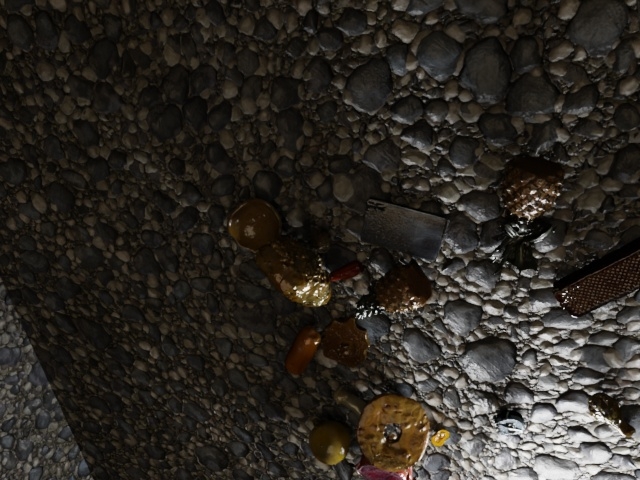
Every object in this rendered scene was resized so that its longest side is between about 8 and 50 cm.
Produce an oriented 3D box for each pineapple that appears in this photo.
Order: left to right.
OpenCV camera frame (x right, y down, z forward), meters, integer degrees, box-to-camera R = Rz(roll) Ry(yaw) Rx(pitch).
[{"bbox_3d":[0.221,0.185,1.538,0.279,0.158,0.157,-33,100,40],"label":"pineapple"},{"bbox_3d":[0.565,-0.050,1.297,0.166,0.165,0.364,8,125,17],"label":"pineapple"}]

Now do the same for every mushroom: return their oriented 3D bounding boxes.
[{"bbox_3d":[0.147,0.646,1.807,0.223,0.081,0.092,37,165,-3],"label":"mushroom"}]

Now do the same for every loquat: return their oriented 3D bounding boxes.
[{"bbox_3d":[0.033,0.801,1.885,0.172,0.149,0.204,-38,86,35],"label":"loquat"}]

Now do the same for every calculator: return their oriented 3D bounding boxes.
[{"bbox_3d":[0.258,-0.034,1.480,0.262,0.021,0.161,17,119,13],"label":"calculator"}]

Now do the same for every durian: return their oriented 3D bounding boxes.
[{"bbox_3d":[0.000,0.000,1.558,0.080,0.080,0.091,8,122,17],"label":"durian"}]

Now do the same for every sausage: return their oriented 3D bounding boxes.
[{"bbox_3d":[-0.069,0.417,1.773,0.098,0.098,0.238,30,121,5],"label":"sausage"}]

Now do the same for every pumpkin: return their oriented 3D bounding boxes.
[{"bbox_3d":[0.453,0.737,1.766,0.050,0.028,0.083,39,112,-2],"label":"pumpkin"}]

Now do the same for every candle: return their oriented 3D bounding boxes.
[{"bbox_3d":[0.071,0.113,1.603,0.162,0.048,0.053,-22,75,29],"label":"candle"}]

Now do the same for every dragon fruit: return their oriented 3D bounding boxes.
[{"bbox_3d":[0.249,0.865,1.842,0.282,0.147,0.211,9,131,23],"label":"dragon fruit"}]

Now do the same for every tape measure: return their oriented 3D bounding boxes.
[{"bbox_3d":[0.655,0.630,1.625,0.094,0.054,0.091,-27,109,31],"label":"tape measure"}]

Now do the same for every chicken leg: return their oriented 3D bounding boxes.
[{"bbox_3d":[0.924,0.558,1.490,0.198,0.069,0.085,42,97,-10],"label":"chicken leg"}]

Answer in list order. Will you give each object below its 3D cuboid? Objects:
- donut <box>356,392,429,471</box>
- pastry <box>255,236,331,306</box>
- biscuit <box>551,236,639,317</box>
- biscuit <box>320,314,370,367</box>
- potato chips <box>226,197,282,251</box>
[{"bbox_3d":[0.257,0.686,1.713,0.278,0.108,0.277,0,88,-4],"label":"donut"},{"bbox_3d":[-0.071,0.096,1.514,0.255,0.311,0.162,42,88,17],"label":"pastry"},{"bbox_3d":[0.838,0.080,1.287,0.388,0.073,0.107,-38,96,30],"label":"biscuit"},{"bbox_3d":[0.095,0.361,1.719,0.182,0.034,0.215,19,117,10],"label":"biscuit"},{"bbox_3d":[-0.221,-0.059,1.623,0.195,0.062,0.208,17,118,6],"label":"potato chips"}]
